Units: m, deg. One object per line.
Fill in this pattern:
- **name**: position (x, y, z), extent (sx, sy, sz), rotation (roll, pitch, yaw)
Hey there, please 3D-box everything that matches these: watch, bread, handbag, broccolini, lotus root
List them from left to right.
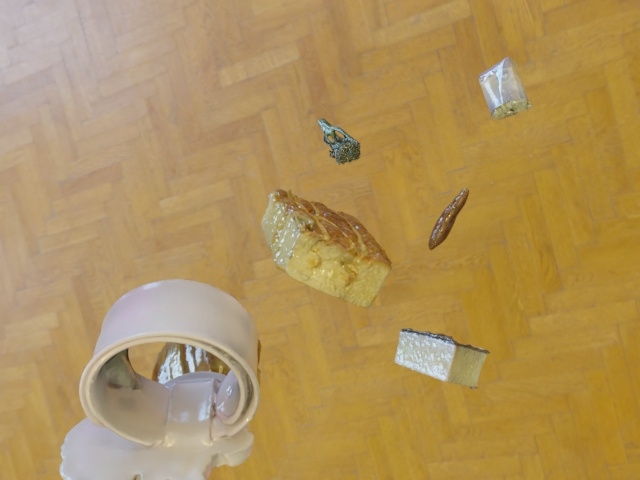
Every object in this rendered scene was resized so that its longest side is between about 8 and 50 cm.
- **watch**: position (-0.194, 0.180, 0.709), extent (0.243, 0.196, 0.232), rotation (-2, 124, -5)
- **lotus root**: position (-0.265, 0.374, 1.528), extent (0.315, 0.250, 0.317), rotation (-5, 122, -9)
- **bread**: position (0.000, 0.000, 1.067), extent (0.184, 0.275, 0.114), rotation (24, 100, -19)
- **broccolini**: position (0.051, -0.278, 1.658), extent (0.091, 0.068, 0.203), rotation (-35, 41, 7)
- **handbag**: position (0.538, -0.435, 1.738), extent (0.117, 0.095, 0.173), rotation (-29, 65, 40)

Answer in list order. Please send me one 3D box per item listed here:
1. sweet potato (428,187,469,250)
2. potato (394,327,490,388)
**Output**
- **sweet potato**: position (0.397, -0.065, 1.861), extent (0.057, 0.057, 0.265), rotation (31, 129, 13)
- **potato**: position (0.167, 0.163, 0.838), extent (0.122, 0.086, 0.061), rotation (5, 76, 56)
